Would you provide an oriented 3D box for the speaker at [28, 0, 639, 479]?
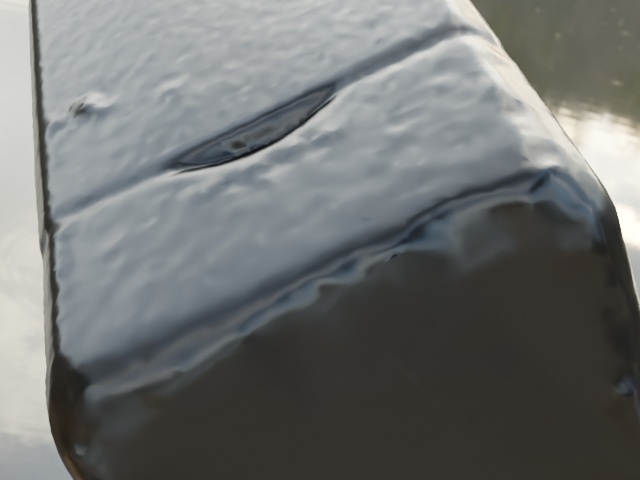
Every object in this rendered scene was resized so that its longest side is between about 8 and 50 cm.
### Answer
[{"bbox_3d":[0.000,0.000,0.477,0.180,0.184,0.388,-24,37,4],"label":"speaker"}]
